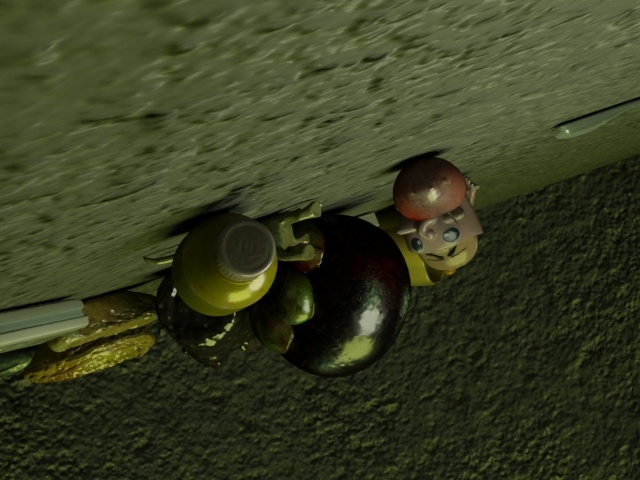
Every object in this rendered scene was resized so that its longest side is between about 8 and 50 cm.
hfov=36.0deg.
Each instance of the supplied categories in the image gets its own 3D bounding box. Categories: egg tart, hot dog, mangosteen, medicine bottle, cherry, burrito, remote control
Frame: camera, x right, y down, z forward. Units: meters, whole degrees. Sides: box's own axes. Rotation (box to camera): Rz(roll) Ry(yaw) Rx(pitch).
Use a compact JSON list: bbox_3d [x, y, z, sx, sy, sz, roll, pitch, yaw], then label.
[{"bbox_3d":[-0.500,0.219,2.112,0.294,0.123,0.294,-19,172,-3],"label":"egg tart"},{"bbox_3d":[-0.392,0.136,1.788,0.084,0.073,0.242,-25,174,40],"label":"hot dog"},{"bbox_3d":[0.005,0.092,1.732,0.300,0.300,0.300,-19,176,-1],"label":"mangosteen"},{"bbox_3d":[-0.111,0.025,1.212,0.121,0.122,0.212,-18,176,-19],"label":"medicine bottle"},{"bbox_3d":[0.158,-0.078,1.412,0.106,0.087,0.126,-12,157,-10],"label":"cherry"},{"bbox_3d":[-0.683,0.274,2.383,0.309,0.066,0.096,-17,179,-1],"label":"burrito"},{"bbox_3d":[-0.479,0.137,1.499,0.102,0.056,0.277,-21,175,22],"label":"remote control"},{"bbox_3d":[0.478,-0.205,1.650,0.184,0.027,0.050,-20,177,-10],"label":"remote control"}]

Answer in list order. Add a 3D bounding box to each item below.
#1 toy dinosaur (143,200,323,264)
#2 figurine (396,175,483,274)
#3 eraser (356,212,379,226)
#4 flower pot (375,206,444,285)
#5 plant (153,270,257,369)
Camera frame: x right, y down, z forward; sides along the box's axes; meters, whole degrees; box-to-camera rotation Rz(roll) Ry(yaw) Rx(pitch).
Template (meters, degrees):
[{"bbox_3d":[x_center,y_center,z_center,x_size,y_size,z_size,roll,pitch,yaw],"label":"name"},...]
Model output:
[{"bbox_3d":[-0.099,0.006,1.454,0.199,0.072,0.251,-10,-167,35],"label":"toy dinosaur"},{"bbox_3d":[0.263,-0.029,1.998,0.176,0.186,0.287,-22,-178,15],"label":"figurine"},{"bbox_3d":[0.000,0.000,2.112,0.157,0.038,0.230,-18,176,-34],"label":"eraser"},{"bbox_3d":[0.165,0.015,2.183,0.179,0.195,0.195,-9,-179,23],"label":"flower pot"},{"bbox_3d":[-0.200,0.129,1.842,0.181,0.194,0.321,-37,166,-3],"label":"plant"}]
